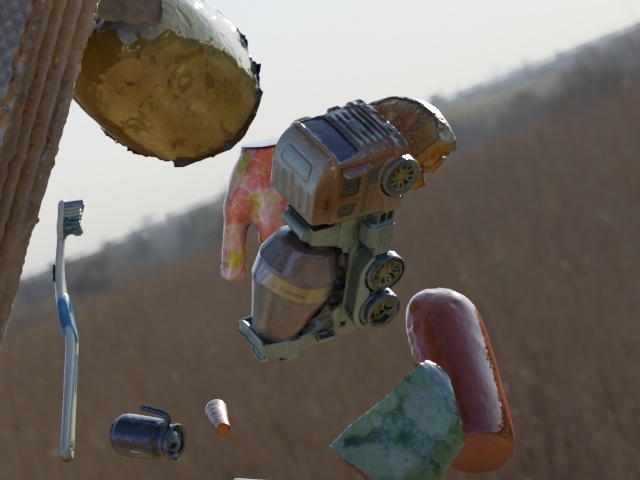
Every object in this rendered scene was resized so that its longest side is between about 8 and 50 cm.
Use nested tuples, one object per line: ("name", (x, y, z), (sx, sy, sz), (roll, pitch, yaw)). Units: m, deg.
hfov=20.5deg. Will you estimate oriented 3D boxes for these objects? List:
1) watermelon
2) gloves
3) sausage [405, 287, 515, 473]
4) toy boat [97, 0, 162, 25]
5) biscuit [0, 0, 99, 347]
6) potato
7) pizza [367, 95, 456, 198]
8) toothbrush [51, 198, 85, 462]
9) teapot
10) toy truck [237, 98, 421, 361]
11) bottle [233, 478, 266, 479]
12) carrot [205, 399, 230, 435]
("watermelon", (0.057, 0.202, 1.591), (0.158, 0.098, 0.121), (-45, -9, 39))
("gloves", (-0.059, -0.018, 2.450), (0.126, 0.241, 0.145), (-1, 13, 34))
("sausage", (0.178, 0.172, 2.321), (0.113, 0.259, 0.113), (-9, -36, -7))
("toy boat", (-0.199, -0.307, 1.637), (0.078, 0.127, 0.283), (-7, 41, -16))
("biscuit", (-0.283, -0.035, 1.391), (0.144, 0.426, 0.078), (23, 10, 34))
("potato", (-0.223, -0.233, 2.196), (0.242, 0.285, 0.242), (-25, -39, -22))
("pizza", (0.084, -0.102, 2.035), (0.046, 0.134, 0.175), (24, 6, -38))
("toothbrush", (-0.330, 0.110, 2.289), (0.040, 0.386, 0.040), (-2, -32, -1))
("teapot", (-0.197, 0.218, 2.027), (0.083, 0.063, 0.049), (4, 2, 24))
("toy truck", (0.000, 0.000, 1.701), (0.140, 0.257, 0.108), (-16, 43, -29))
("bottle", (-0.079, 0.345, 2.441), (0.083, 0.030, 0.030), (2, 7, 13))
("carrot", (-0.143, 0.249, 2.485), (0.032, 0.032, 0.093), (-21, 18, -5))
